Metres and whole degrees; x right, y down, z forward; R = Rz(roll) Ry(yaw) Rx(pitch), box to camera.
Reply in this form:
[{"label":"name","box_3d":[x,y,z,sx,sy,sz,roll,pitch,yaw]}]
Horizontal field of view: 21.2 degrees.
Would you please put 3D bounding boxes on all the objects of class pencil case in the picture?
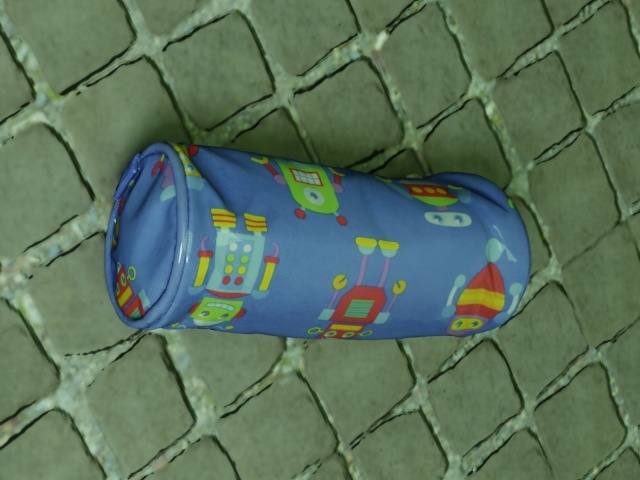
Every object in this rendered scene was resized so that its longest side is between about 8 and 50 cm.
[{"label":"pencil case","box_3d":[0.000,0.000,1.164,0.306,0.119,0.133,3,49,-35]}]
